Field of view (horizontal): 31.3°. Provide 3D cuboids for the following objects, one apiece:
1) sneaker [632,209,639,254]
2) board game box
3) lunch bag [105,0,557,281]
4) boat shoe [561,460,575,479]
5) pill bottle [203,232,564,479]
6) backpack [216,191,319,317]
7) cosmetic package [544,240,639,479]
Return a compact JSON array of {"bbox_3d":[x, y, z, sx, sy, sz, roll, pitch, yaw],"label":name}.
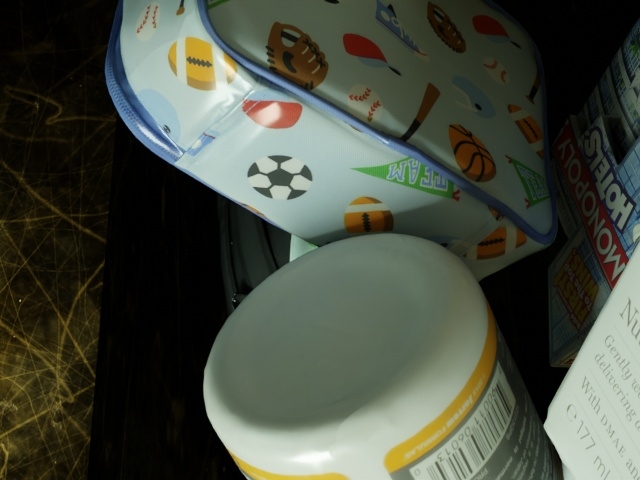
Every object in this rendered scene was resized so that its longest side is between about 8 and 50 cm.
[{"bbox_3d":[0.194,0.043,0.601,0.052,0.135,0.058,-9,43,40],"label":"sneaker"},{"bbox_3d":[0.193,-0.018,0.708,0.194,0.060,0.194,116,151,-43],"label":"board game box"},{"bbox_3d":[0.022,-0.109,0.718,0.115,0.303,0.243,-36,37,36],"label":"lunch bag"},{"bbox_3d":[0.193,0.223,0.610,0.102,0.108,0.301,-62,38,44],"label":"boat shoe"},{"bbox_3d":[0.059,0.144,0.670,0.278,0.162,0.162,62,180,-35],"label":"pill bottle"},{"bbox_3d":[0.000,0.000,1.032,0.225,0.191,0.253,116,158,-50],"label":"backpack"},{"bbox_3d":[0.250,0.008,0.412,0.217,0.156,0.385,-110,30,-52],"label":"cosmetic package"}]
